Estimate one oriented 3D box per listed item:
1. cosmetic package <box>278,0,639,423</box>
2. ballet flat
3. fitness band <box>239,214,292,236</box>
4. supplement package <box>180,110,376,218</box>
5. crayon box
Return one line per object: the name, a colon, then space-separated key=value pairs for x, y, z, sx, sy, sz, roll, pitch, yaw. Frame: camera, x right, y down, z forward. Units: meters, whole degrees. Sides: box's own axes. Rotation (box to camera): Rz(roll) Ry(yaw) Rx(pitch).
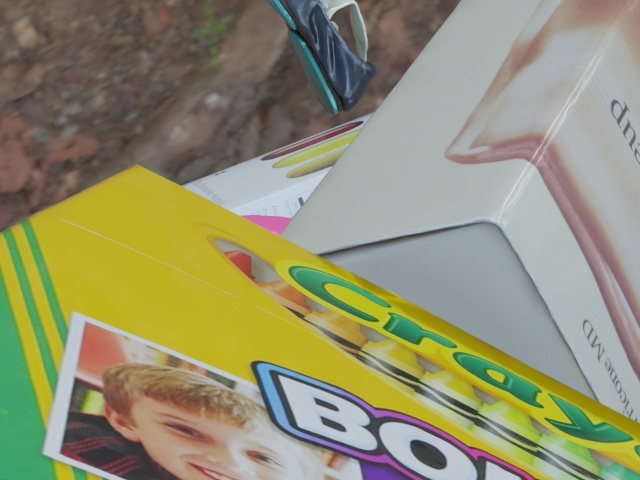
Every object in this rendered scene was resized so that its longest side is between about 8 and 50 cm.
cosmetic package: x=0.109 y=-0.018 z=0.899 sx=0.153 sy=0.129 sz=0.296 roll=60 pitch=38 yaw=-22
ballet flat: x=-0.006 y=-0.192 z=1.586 sx=0.074 sy=0.074 sz=0.203 roll=-60 pitch=138 yaw=-27
fitness band: x=-0.075 y=0.057 z=1.117 sx=0.291 sy=0.209 sz=0.054 roll=-27 pitch=124 yaw=-42
supplement package: x=0.000 y=0.000 z=1.460 sx=0.244 sy=0.139 sz=0.134 roll=-22 pitch=106 yaw=-11
crayon box: x=0.043 y=0.122 z=0.513 sx=0.363 sy=0.313 sz=0.106 roll=28 pitch=106 yaw=5
